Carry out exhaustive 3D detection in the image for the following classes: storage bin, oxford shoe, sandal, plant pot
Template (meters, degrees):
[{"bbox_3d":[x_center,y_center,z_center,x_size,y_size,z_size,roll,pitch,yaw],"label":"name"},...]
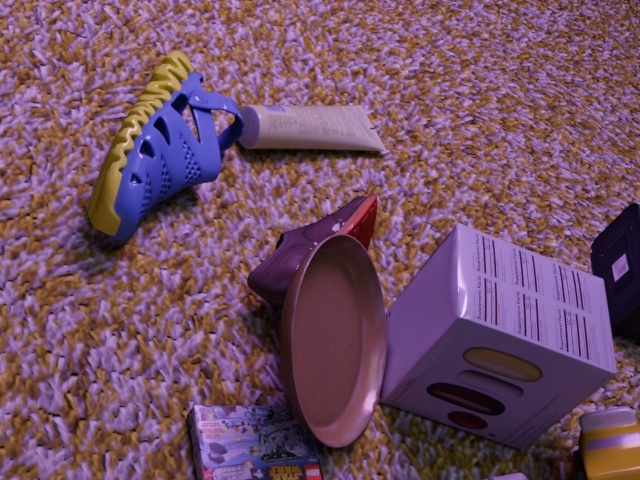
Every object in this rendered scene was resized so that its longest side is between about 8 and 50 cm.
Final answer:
[{"bbox_3d":[0.481,0.049,1.388,0.084,0.122,0.180,21,45,-14],"label":"storage bin"},{"bbox_3d":[0.000,0.000,1.177,0.098,0.097,0.271,17,29,17],"label":"oxford shoe"},{"bbox_3d":[-0.183,-0.114,1.152,0.138,0.126,0.317,30,45,-10],"label":"sandal"},{"bbox_3d":[0.013,0.110,1.038,0.032,0.236,0.236,-1,36,28],"label":"plant pot"}]

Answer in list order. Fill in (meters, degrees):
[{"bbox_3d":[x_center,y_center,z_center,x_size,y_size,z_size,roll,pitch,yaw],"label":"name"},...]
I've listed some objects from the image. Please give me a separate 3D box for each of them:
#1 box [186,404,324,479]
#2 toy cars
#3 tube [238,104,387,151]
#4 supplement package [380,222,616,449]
[{"bbox_3d":[-0.069,0.223,0.989,0.137,0.027,0.094,6,49,-26],"label":"box"},{"bbox_3d":[0.265,0.261,1.034,0.393,0.176,0.087,-13,88,-37],"label":"toy cars"},{"bbox_3d":[-0.009,-0.162,1.340,0.240,0.062,0.070,-6,100,-40],"label":"tube"},{"bbox_3d":[0.207,0.121,1.116,0.203,0.194,0.149,20,45,-13],"label":"supplement package"}]
